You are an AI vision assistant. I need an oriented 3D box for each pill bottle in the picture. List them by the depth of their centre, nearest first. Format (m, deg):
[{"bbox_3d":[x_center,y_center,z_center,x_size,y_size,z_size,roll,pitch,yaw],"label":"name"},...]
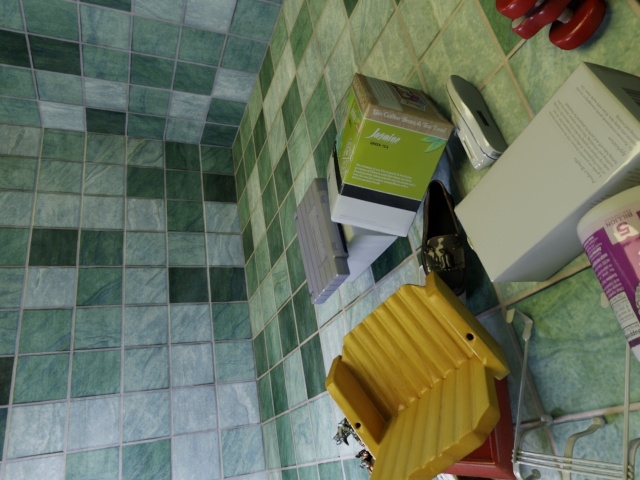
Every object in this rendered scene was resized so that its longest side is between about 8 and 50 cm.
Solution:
[{"bbox_3d":[0.501,0.079,0.631,0.169,0.169,0.301,128,137,-53],"label":"pill bottle"}]

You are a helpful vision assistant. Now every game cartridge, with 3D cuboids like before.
[{"bbox_3d":[0.000,0.000,1.476,0.230,0.068,0.354,-49,46,49],"label":"game cartridge"}]

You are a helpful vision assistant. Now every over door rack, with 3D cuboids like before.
[{"bbox_3d":[0.461,0.272,0.812,0.239,0.108,0.324,144,138,-60],"label":"over door rack"}]

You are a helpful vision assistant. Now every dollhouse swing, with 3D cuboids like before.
[{"bbox_3d":[0.157,0.280,0.923,0.347,0.305,0.315,-45,69,19],"label":"dollhouse swing"}]

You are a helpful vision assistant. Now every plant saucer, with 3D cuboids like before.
[{"bbox_3d":[0.293,0.392,1.034,0.259,0.048,0.258,-14,65,34],"label":"plant saucer"}]

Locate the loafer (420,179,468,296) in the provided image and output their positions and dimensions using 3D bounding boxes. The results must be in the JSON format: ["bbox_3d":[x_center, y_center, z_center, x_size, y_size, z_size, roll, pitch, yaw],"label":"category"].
[{"bbox_3d":[0.291,-0.011,1.106,0.095,0.109,0.302,56,-150,-54],"label":"loafer"}]

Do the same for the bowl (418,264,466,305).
[{"bbox_3d":[0.320,0.120,1.172,0.142,0.053,0.142,148,121,-62],"label":"bowl"}]

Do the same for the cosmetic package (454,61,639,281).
[{"bbox_3d":[0.429,-0.099,0.819,0.365,0.155,0.196,120,144,-48],"label":"cosmetic package"}]

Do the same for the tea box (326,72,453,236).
[{"bbox_3d":[0.164,-0.242,1.245,0.329,0.220,0.323,-94,19,-59],"label":"tea box"}]

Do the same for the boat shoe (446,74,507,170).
[{"bbox_3d":[0.347,-0.283,1.085,0.084,0.095,0.258,-50,43,48],"label":"boat shoe"}]

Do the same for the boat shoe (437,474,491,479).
[{"bbox_3d":[0.299,0.514,1.120,0.342,0.123,0.123,63,142,36],"label":"boat shoe"}]

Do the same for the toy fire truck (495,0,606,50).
[{"bbox_3d":[0.454,-0.521,0.811,0.302,0.170,0.253,134,151,-55],"label":"toy fire truck"}]

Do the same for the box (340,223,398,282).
[{"bbox_3d":[0.087,-0.019,1.556,0.345,0.168,0.214,128,137,-52],"label":"box"}]

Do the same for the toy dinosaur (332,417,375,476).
[{"bbox_3d":[0.180,0.605,1.399,0.218,0.164,0.321,14,83,51],"label":"toy dinosaur"}]
